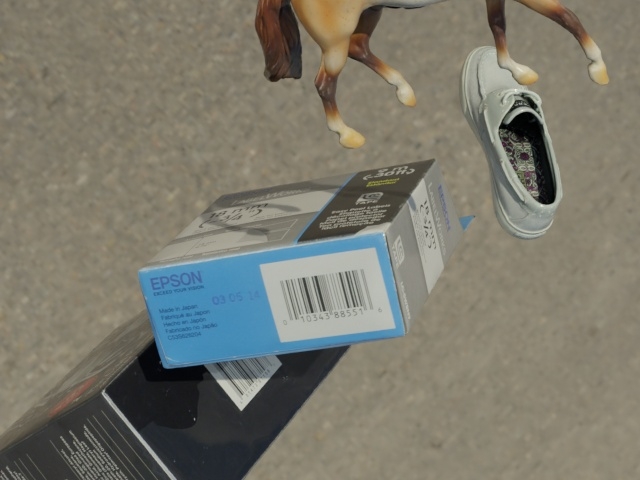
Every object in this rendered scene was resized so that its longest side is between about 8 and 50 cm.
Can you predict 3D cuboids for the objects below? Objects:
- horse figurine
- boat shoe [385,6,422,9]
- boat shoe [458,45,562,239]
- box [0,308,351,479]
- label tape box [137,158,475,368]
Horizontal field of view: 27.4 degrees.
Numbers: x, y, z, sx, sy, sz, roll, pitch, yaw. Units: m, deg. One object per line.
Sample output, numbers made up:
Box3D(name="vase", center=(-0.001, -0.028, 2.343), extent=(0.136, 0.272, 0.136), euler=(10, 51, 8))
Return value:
Box3D(name="horse figurine", center=(0.062, -0.155, 0.824), extent=(0.263, 0.066, 0.174), euler=(-12, 126, 21))
Box3D(name="boat shoe", center=(0.011, -0.327, 0.960), extent=(0.127, 0.340, 0.113), euler=(-28, -172, -25))
Box3D(name="boat shoe", center=(0.205, -0.116, 1.363), extent=(0.079, 0.227, 0.081), euler=(-3, 155, -18))
Box3D(name="box", center=(-0.189, 0.197, 1.513), extent=(0.312, 0.179, 0.343), euler=(-33, -171, 39))
Box3D(name="label tape box", center=(0.000, 0.000, 1.291), extent=(0.333, 0.241, 0.106), euler=(-50, 128, -64))
